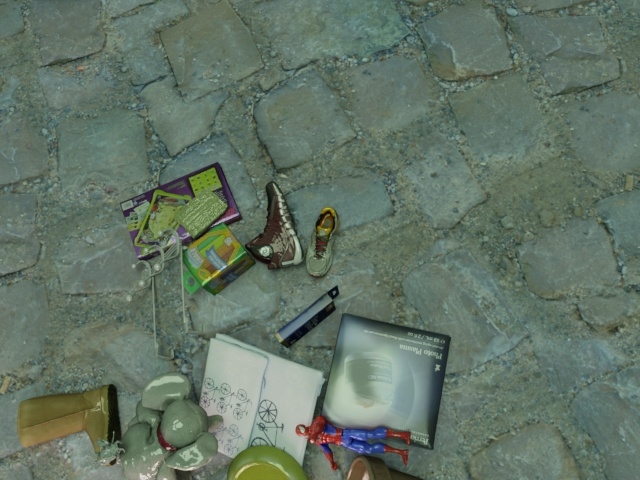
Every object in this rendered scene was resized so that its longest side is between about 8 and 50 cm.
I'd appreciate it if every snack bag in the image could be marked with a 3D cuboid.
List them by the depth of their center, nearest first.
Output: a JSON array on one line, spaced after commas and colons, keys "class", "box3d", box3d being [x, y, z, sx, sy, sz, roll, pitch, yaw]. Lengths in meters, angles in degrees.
[{"class": "snack bag", "box3d": [-0.174, 0.451, 1.409, 0.343, 0.037, 0.323, 15, 98, 19]}]

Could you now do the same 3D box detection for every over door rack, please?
[{"class": "over door rack", "box3d": [-0.460, 0.160, 1.506, 0.108, 0.239, 0.324, -3, 65, -42]}]

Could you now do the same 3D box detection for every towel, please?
[{"class": "towel", "box3d": [-0.372, -0.086, 1.638, 0.110, 0.027, 0.148, 42, 80, 14]}]

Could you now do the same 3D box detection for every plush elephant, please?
[{"class": "plush elephant", "box3d": [-0.372, 0.493, 1.342, 0.255, 0.330, 0.272, -27, 65, 7]}]

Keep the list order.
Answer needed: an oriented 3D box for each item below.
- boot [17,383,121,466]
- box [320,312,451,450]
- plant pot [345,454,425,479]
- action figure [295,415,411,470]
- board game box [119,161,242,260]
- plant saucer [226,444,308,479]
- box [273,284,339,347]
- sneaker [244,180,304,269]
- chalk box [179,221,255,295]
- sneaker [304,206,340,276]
[{"class": "boot", "box3d": [-0.714, 0.544, 1.492, 0.270, 0.089, 0.236, -14, 62, 1]}, {"class": "box", "box3d": [0.175, 0.377, 1.415, 0.296, 0.183, 0.294, 10, 75, 9]}, {"class": "plant pot", "box3d": [0.195, 0.680, 1.304, 0.229, 0.263, 0.263, 9, 73, -11]}, {"class": "action figure", "box3d": [0.067, 0.492, 1.248, 0.280, 0.139, 0.091, 7, 106, 12]}, {"class": "board game box", "box3d": [-0.449, -0.094, 1.685, 0.347, 0.056, 0.208, -23, 68, -2]}, {"class": "plant saucer", "box3d": [-0.144, 0.662, 1.378, 0.241, 0.037, 0.241, 1, 95, 16]}, {"class": "box", "box3d": [-0.026, 0.220, 1.502, 0.225, 0.136, 0.036, -39, 73, -7]}, {"class": "sneaker", "box3d": [-0.164, -0.040, 1.605, 0.163, 0.106, 0.281, -19, 73, -6]}, {"class": "chalk box", "box3d": [-0.327, 0.071, 1.576, 0.213, 0.132, 0.132, -39, 73, -7]}, {"class": "sneaker", "box3d": [0.000, 0.000, 1.591, 0.088, 0.092, 0.225, 9, 74, 8]}]
